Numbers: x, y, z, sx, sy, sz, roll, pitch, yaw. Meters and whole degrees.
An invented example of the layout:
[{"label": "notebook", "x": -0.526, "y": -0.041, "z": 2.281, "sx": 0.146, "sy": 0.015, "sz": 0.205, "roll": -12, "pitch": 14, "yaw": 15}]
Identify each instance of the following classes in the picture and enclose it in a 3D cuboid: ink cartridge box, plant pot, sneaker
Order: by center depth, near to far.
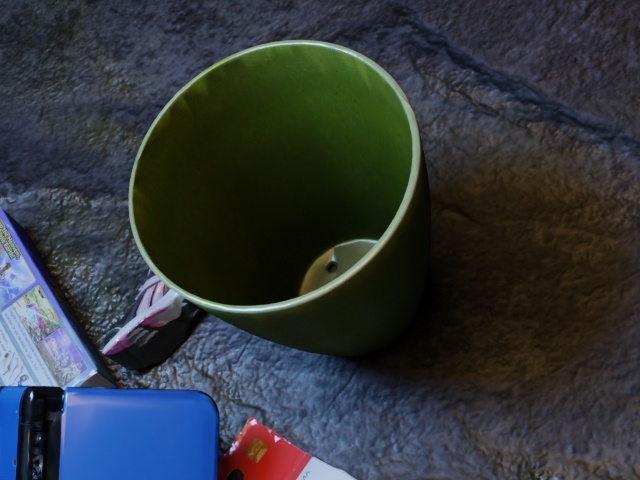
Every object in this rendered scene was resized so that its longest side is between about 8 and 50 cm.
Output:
[{"label": "plant pot", "x": 0.000, "y": 0.000, "z": 1.288, "sx": 0.275, "sy": 0.293, "sz": 0.274, "roll": -8, "pitch": 62, "yaw": 16}, {"label": "ink cartridge box", "x": -0.043, "y": 0.293, "z": 1.299, "sx": 0.225, "sy": 0.056, "sz": 0.181, "roll": 30, "pitch": 77, "yaw": 27}, {"label": "sneaker", "x": -0.174, "y": 0.067, "z": 1.459, "sx": 0.178, "sy": 0.072, "sz": 0.077, "roll": -40, "pitch": 46, "yaw": -12}]

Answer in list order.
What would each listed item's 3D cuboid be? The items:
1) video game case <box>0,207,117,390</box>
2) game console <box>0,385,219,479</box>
[{"label": "video game case", "x": -0.395, "y": 0.133, "z": 1.497, "sx": 0.244, "sy": 0.061, "sz": 0.269, "roll": -37, "pitch": 59, "yaw": 0}, {"label": "game console", "x": -0.242, "y": 0.295, "z": 1.329, "sx": 0.250, "sy": 0.173, "sz": 0.293, "roll": -9, "pitch": 77, "yaw": 53}]
